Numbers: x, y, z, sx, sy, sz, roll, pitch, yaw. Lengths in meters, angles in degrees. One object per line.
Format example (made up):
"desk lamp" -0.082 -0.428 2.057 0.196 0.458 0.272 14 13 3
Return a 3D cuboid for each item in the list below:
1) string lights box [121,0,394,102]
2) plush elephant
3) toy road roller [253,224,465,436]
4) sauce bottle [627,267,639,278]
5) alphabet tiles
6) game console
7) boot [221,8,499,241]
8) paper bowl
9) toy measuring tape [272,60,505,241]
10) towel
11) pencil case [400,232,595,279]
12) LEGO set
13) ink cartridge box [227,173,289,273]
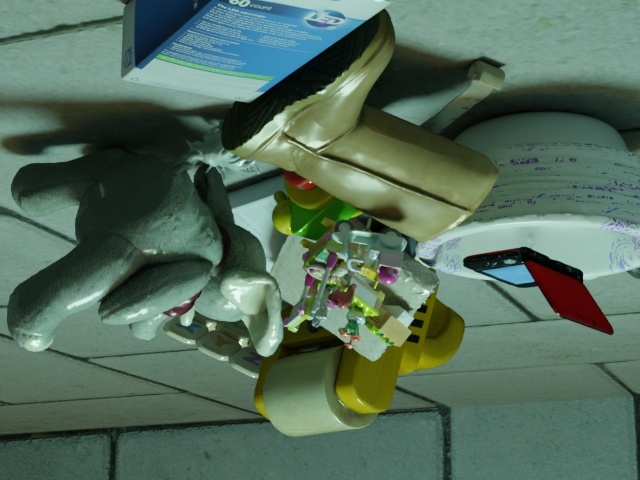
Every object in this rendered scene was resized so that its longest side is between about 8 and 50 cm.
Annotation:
"string lights box" -0.060 -0.200 1.191 0.133 0.076 0.260 8 163 -29
"plush elephant" -0.175 0.019 1.635 0.330 0.272 0.255 -26 134 6
"toy road roller" 0.074 0.150 2.019 0.240 0.329 0.202 36 147 -32
"sauce bottle" 0.452 -0.023 1.793 0.111 0.111 0.344 -1 166 2
"alphabet tiles" -0.112 0.127 2.158 0.284 0.021 0.278 25 -159 14
"game console" 0.247 0.063 1.590 0.124 0.085 0.144 -10 161 35
"boot" 0.072 -0.111 1.372 0.269 0.089 0.236 23 143 -33
"paper bowl" 0.249 -0.051 1.607 0.284 0.148 0.284 -1 165 0
"toy measuring tape" 0.056 -0.117 1.518 0.121 0.121 0.330 15 136 -43
"towel" 0.036 0.048 1.736 0.187 0.049 0.282 35 155 2
"pencil case" 0.238 -0.011 1.810 0.273 0.113 0.124 4 -170 -9
"LEGO set" 0.026 0.073 1.548 0.132 0.107 0.287 15 158 11
"ink cartridge box" 0.000 0.000 1.818 0.224 0.045 0.223 -13 134 46
